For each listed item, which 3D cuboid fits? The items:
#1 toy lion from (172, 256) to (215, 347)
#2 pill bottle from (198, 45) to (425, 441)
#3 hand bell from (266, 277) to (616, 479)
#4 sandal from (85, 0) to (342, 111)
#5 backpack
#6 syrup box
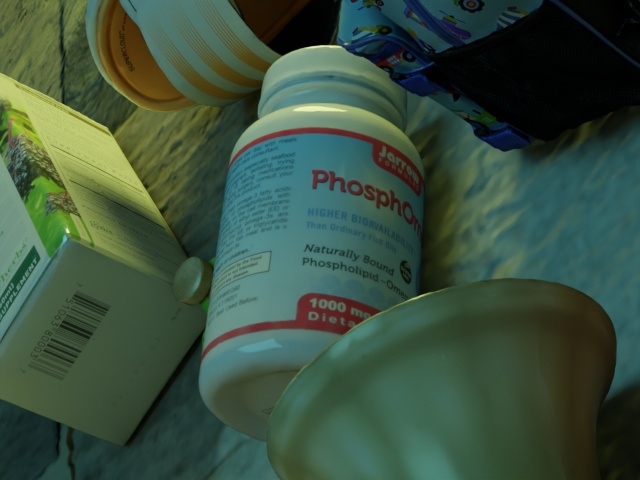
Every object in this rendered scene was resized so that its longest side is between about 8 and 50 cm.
[{"bbox_3d":[-0.024,0.022,0.805,0.100,0.034,0.096,-55,38,11],"label":"toy lion"},{"bbox_3d":[0.000,0.000,0.728,0.087,0.087,0.160,-29,45,43],"label":"pill bottle"},{"bbox_3d":[0.075,0.143,0.514,0.126,0.126,0.242,-44,47,28],"label":"hand bell"},{"bbox_3d":[-0.025,-0.135,0.856,0.265,0.102,0.076,-36,37,34],"label":"sandal"},{"bbox_3d":[0.057,-0.136,0.666,0.117,0.173,0.158,-27,46,44],"label":"backpack"},{"bbox_3d":[-0.148,0.001,0.938,0.093,0.096,0.237,-56,32,11],"label":"syrup box"}]
